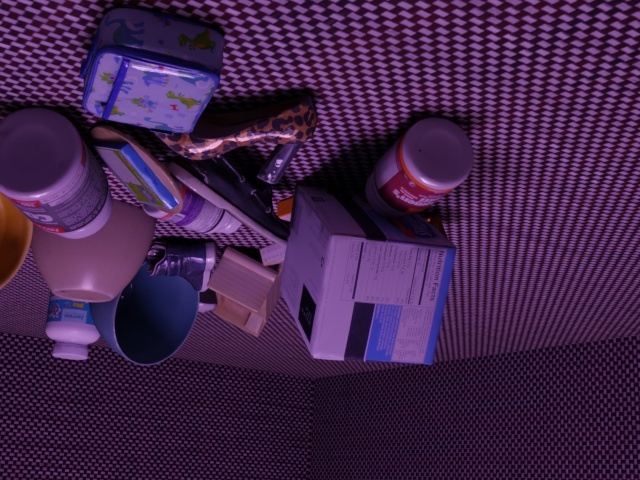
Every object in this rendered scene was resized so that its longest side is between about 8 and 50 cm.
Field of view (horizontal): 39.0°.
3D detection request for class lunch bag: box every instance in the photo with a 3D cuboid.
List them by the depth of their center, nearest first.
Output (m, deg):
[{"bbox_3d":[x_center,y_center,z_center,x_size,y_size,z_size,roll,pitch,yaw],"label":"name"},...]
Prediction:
[{"bbox_3d":[-0.239,-0.230,1.255,0.176,0.090,0.219,12,161,-20],"label":"lunch bag"}]

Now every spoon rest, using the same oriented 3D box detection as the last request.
[{"bbox_3d":[-0.292,0.166,2.614,0.276,0.084,0.137,17,-164,-39],"label":"spoon rest"}]

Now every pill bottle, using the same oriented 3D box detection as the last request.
[{"bbox_3d":[0.158,-0.113,1.516,0.121,0.121,0.221,7,163,-15],"label":"pill bottle"},{"bbox_3d":[-0.465,-0.105,1.588,0.161,0.161,0.283,3,163,2],"label":"pill bottle"},{"bbox_3d":[-0.241,-0.074,1.747,0.108,0.108,0.193,-10,159,39],"label":"pill bottle"},{"bbox_3d":[-0.654,0.182,2.421,0.146,0.264,0.146,2,164,1],"label":"pill bottle"}]

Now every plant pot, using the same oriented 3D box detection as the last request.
[{"bbox_3d":[-0.747,-0.033,1.789,0.239,0.254,0.254,14,169,25],"label":"plant pot"},{"bbox_3d":[-0.520,0.033,2.021,0.284,0.191,0.284,3,164,1],"label":"plant pot"},{"bbox_3d":[-0.485,0.158,2.346,0.195,0.290,0.290,14,173,36],"label":"plant pot"}]

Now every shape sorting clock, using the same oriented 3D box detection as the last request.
[{"bbox_3d":[-0.318,-0.123,1.575,0.206,0.040,0.206,36,160,16],"label":"shape sorting clock"}]

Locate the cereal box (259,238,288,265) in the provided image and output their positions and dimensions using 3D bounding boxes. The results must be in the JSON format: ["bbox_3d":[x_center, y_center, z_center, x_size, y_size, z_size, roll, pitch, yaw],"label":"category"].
[{"bbox_3d":[0.000,0.000,1.978,0.173,0.047,0.240,-10,173,-37],"label":"cereal box"}]

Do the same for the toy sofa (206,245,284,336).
[{"bbox_3d":[-0.188,0.118,2.384,0.150,0.177,0.362,27,164,5],"label":"toy sofa"}]

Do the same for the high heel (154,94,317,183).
[{"bbox_3d":[-0.141,-0.201,1.404,0.261,0.093,0.186,21,137,-15],"label":"high heel"}]

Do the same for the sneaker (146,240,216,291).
[{"bbox_3d":[-0.354,0.068,2.259,0.163,0.086,0.226,-4,154,-14],"label":"sneaker"}]

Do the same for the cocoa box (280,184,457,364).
[{"bbox_3d":[0.076,0.056,1.676,0.228,0.231,0.347,6,-165,-14],"label":"cocoa box"}]

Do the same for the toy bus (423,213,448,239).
[{"bbox_3d":[0.175,0.014,1.910,0.202,0.104,0.191,-37,-153,-28],"label":"toy bus"}]

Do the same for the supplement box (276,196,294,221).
[{"bbox_3d":[-0.034,-0.059,1.886,0.098,0.036,0.062,16,159,-38],"label":"supplement box"}]

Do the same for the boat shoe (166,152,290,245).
[{"bbox_3d":[-0.140,-0.096,1.657,0.127,0.113,0.340,32,178,42],"label":"boat shoe"}]
